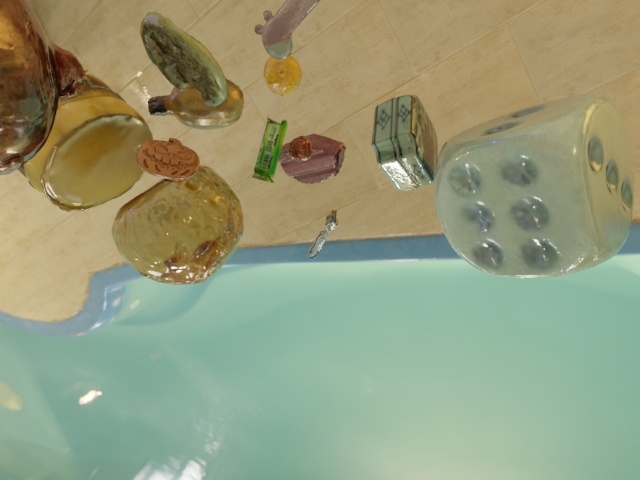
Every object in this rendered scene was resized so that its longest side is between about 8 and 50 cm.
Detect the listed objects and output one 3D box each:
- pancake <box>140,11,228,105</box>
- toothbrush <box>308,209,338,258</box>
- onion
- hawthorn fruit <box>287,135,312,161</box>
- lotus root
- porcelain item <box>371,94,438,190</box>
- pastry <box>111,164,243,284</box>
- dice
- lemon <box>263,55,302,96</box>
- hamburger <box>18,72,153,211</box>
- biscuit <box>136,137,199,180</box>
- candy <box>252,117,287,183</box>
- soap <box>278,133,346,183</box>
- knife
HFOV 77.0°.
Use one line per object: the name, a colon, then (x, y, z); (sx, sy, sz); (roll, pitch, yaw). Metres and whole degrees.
pancake: (-0.338, -0.434, 0.984); (0.254, 0.037, 0.253); (29, 162, 11)
toothbrush: (0.000, 0.000, 1.273); (0.035, 0.042, 0.413); (9, 160, -8)
onion: (-0.572, -0.259, 0.623); (0.354, 0.353, 0.353); (8, 116, 16)
hawthorn fruit: (-0.065, -0.309, 1.355); (0.093, 0.093, 0.093); (8, 116, 16)
lotus root: (-0.410, -0.456, 1.343); (0.310, 0.183, 0.182); (-10, 118, -24)
porcelain item: (0.310, -0.343, 1.422); (0.157, 0.281, 0.286); (-12, 145, 31)
pastry: (-0.405, -0.036, 1.204); (0.389, 0.388, 0.312); (-19, 117, 26)
dice: (0.393, -0.101, 0.754); (0.265, 0.263, 0.267); (-1, 114, 51)
lemon: (-0.137, -0.599, 1.461); (0.142, 0.187, 0.142); (-1, 97, -8)
hamburger: (-0.735, -0.320, 1.223); (0.277, 0.396, 0.395); (41, 121, 11)
biscuit: (-0.231, -0.128, 0.616); (0.091, 0.078, 0.015); (10, 148, -13)
candy: (-0.143, -0.255, 1.137); (0.102, 0.032, 0.178); (24, 101, 49)
soap: (-0.027, -0.334, 1.646); (0.289, 0.112, 0.182); (-6, 132, 39)
knife: (-0.027, -0.672, 1.095); (0.399, 0.038, 0.132); (-37, 103, 32)
